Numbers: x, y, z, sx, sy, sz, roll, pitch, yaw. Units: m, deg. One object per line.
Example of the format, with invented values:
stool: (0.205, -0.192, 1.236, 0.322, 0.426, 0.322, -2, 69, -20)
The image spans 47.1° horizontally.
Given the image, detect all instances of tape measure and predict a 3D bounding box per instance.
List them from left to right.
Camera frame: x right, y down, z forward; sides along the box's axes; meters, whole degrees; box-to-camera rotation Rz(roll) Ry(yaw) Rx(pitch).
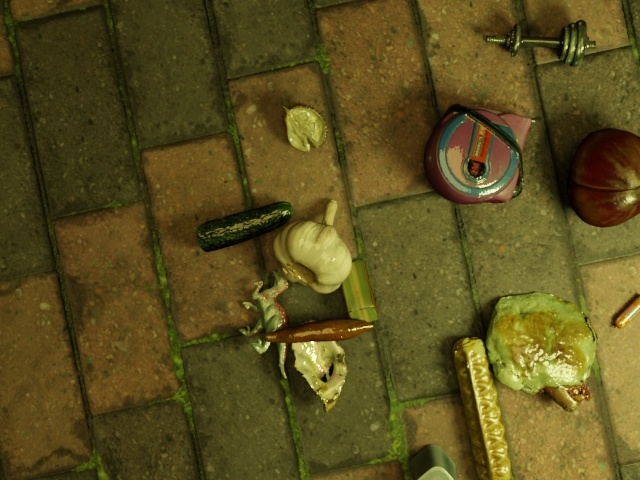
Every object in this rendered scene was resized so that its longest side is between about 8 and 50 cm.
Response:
tape measure: (0.369, -0.196, 1.737, 0.245, 0.149, 0.232, 15, 88, -5)

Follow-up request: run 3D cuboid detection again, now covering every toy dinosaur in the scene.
toy dinosaur: (-0.108, 0.208, 1.790, 0.167, 0.053, 0.242, -30, 80, -5)

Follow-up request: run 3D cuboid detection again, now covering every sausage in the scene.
sausage: (0.746, 0.175, 1.775, 0.107, 0.031, 0.031, -44, 89, 1)

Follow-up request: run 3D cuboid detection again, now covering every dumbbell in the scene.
dumbbell: (0.524, -0.473, 1.753, 0.254, 0.110, 0.110, 5, 90, 9)

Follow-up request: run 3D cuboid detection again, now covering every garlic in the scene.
garlic: (0.000, 0.000, 1.759, 0.199, 0.199, 0.226, 26, 57, 2)

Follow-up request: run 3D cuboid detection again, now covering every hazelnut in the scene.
hazelnut: (0.677, -0.136, 1.689, 0.229, 0.229, 0.230, 0, 90, 2)

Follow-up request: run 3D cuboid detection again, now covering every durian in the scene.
durian: (-0.046, -0.286, 1.780, 0.110, 0.071, 0.140, -39, 113, 15)

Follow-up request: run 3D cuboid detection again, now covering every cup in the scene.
cup: (0.280, 0.571, 1.744, 0.095, 0.129, 0.128, -41, 92, 8)

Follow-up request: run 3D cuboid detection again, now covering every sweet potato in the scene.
sweet potato: (-0.002, 0.215, 1.746, 0.264, 0.057, 0.057, -4, 90, -6)

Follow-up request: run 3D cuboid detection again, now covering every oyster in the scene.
oyster: (0.002, 0.296, 1.786, 0.132, 0.072, 0.209, -35, 81, -21)

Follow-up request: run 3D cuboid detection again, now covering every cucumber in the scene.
cucumber: (-0.179, -0.037, 1.787, 0.241, 0.074, 0.075, -17, 89, 1)

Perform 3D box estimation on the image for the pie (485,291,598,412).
pie: (0.531, 0.252, 1.758, 0.274, 0.105, 0.257, 21, 76, -1)

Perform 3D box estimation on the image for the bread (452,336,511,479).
bread: (0.388, 0.412, 1.765, 0.084, 0.077, 0.368, -11, 89, -2)

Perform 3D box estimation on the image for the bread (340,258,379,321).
bread: (0.090, 0.126, 1.806, 0.074, 0.084, 0.139, -16, 59, 2)
